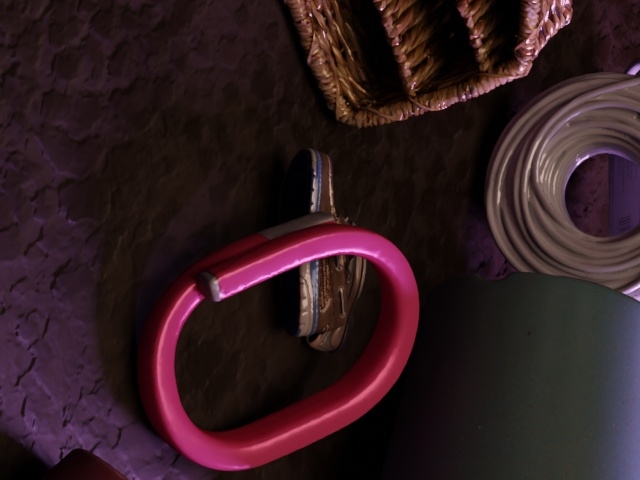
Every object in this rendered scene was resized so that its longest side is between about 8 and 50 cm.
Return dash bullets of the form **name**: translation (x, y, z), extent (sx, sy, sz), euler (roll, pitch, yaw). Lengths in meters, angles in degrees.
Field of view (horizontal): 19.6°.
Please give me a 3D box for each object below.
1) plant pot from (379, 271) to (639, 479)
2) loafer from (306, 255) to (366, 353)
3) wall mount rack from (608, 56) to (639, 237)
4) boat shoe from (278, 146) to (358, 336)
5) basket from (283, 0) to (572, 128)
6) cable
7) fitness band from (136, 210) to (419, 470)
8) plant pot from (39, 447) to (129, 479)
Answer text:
- **plant pot**: translation (0.205, 0.227, 1.861), extent (0.341, 0.341, 0.334), euler (32, 61, -45)
- **loafer**: translation (0.014, 0.049, 1.824), extent (0.039, 0.045, 0.125), euler (12, 86, -42)
- **wall mount rack**: translation (0.431, -0.046, 2.081), extent (0.130, 0.304, 0.350), euler (6, 77, -21)
- **boat shoe**: translation (0.000, 0.000, 1.777), extent (0.066, 0.066, 0.183), euler (-3, 105, -27)
- **basket**: translation (0.101, -0.279, 1.772), extent (0.223, 0.213, 0.299), euler (-43, 123, -39)
- **cable**: translation (0.308, -0.055, 2.004), extent (0.089, 0.257, 0.257), euler (26, 64, -74)
- **fitness band**: translation (-0.034, 0.094, 1.705), extent (0.291, 0.054, 0.209), euler (-22, 116, -29)
- **plant pot**: translation (-0.194, 0.301, 1.502), extent (0.180, 0.201, 0.201), euler (-45, 125, -19)
